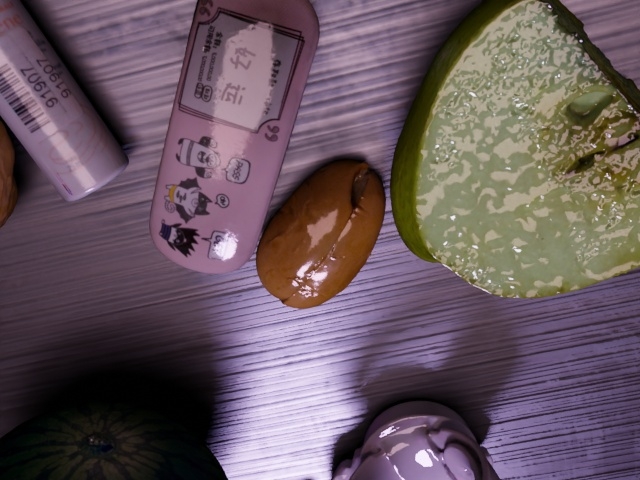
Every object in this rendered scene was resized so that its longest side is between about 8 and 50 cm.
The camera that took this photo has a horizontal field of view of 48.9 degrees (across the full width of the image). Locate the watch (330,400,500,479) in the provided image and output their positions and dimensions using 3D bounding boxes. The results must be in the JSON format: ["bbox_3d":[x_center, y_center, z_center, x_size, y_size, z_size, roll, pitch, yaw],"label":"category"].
[{"bbox_3d":[0.113,0.342,0.834,0.244,0.231,0.196,-30,114,11],"label":"watch"}]

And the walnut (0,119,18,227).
[{"bbox_3d":[-0.377,-0.081,0.697,0.144,0.144,0.180,14,123,-6],"label":"walnut"}]

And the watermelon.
[{"bbox_3d":[-0.259,0.354,0.793,0.363,0.363,0.363,0,115,1],"label":"watermelon"}]

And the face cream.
[{"bbox_3d":[-0.294,-0.166,0.682,0.082,0.082,0.269,-26,113,13],"label":"face cream"}]

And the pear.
[{"bbox_3d":[0.191,-0.074,0.678,0.292,0.159,0.292,2,114,4],"label":"pear"}]

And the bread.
[{"bbox_3d":[0.000,0.000,0.761,0.114,0.077,0.189,31,115,-8],"label":"bread"}]

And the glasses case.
[{"bbox_3d":[-0.093,-0.106,0.710,0.122,0.075,0.314,16,114,-8],"label":"glasses case"}]
